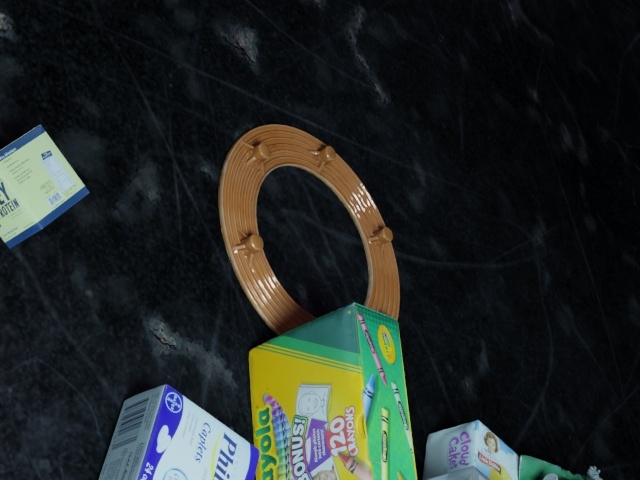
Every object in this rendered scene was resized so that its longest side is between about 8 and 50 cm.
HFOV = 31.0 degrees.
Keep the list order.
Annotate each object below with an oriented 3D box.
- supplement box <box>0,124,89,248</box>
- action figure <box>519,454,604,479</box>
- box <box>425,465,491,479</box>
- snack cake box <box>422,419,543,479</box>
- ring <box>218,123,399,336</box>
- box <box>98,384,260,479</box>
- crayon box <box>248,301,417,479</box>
[{"bbox_3d":[-0.289,-0.053,1.129,0.083,0.056,0.083,56,36,-11],"label":"supplement box"},{"bbox_3d":[0.357,0.351,1.544,0.232,0.063,0.137,16,52,-51],"label":"action figure"},{"bbox_3d":[0.172,0.362,1.345,0.231,0.183,0.056,42,41,-29],"label":"box"},{"bbox_3d":[0.243,0.373,1.508,0.264,0.089,0.152,42,41,-28],"label":"snack cake box"},{"bbox_3d":[0.000,0.000,1.483,0.336,0.032,0.337,29,49,-39],"label":"ring"},{"bbox_3d":[-0.138,0.233,1.129,0.137,0.072,0.126,41,42,-29],"label":"box"},{"bbox_3d":[0.013,0.227,1.242,0.081,0.165,0.278,22,52,-43],"label":"crayon box"}]
